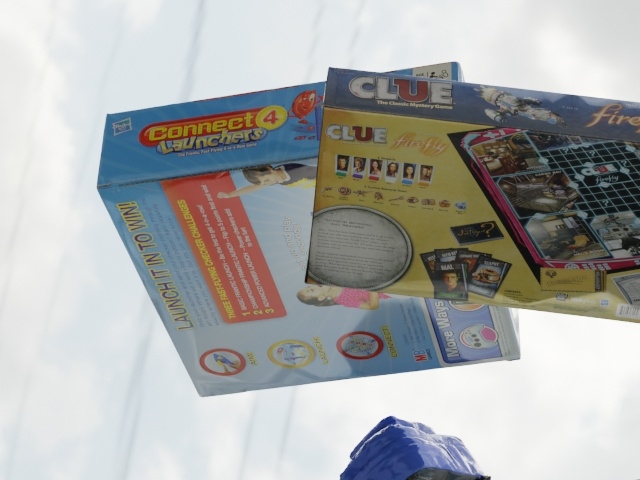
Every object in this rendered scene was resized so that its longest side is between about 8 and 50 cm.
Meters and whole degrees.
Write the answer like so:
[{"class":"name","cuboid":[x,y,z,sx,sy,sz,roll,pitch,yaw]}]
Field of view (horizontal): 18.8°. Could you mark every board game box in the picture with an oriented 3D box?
[{"class":"board game box","cuboid":[0.117,-0.027,1.279,0.042,0.243,0.165,-82,179,-46]},{"class":"board game box","cuboid":[0.000,0.000,1.657,0.302,0.308,0.086,-7,-130,11]}]

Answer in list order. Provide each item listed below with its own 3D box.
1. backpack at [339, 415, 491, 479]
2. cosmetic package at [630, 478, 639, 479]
[{"class":"backpack","cuboid":[0.072,0.214,1.755,0.098,0.120,0.101,-52,-122,16]},{"class":"cosmetic package","cuboid":[0.205,0.225,1.231,0.238,0.127,0.107,-16,-138,24]}]
